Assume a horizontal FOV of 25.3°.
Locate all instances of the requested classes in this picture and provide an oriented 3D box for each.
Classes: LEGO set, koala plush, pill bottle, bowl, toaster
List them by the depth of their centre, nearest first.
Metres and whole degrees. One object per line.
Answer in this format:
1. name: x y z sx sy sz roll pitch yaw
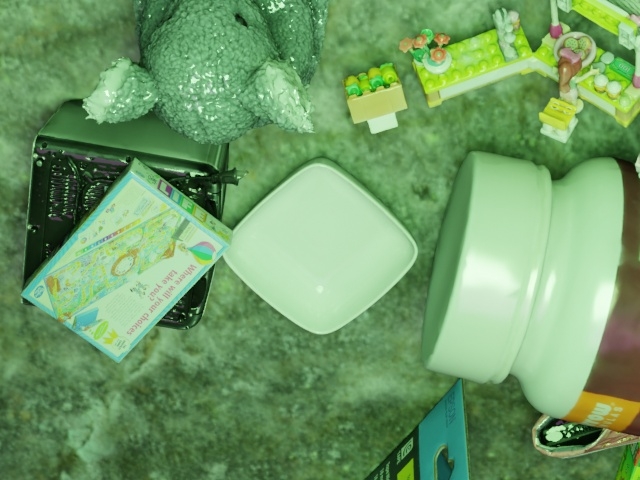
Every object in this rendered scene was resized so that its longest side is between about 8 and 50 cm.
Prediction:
1. koala plush: -0.078 -0.144 1.101 0.196 0.221 0.203 4 119 0
2. LEGO set: 0.155 -0.141 1.123 0.287 0.132 0.107 14 160 17
3. pill bottle: 0.295 0.057 1.189 0.392 0.224 0.224 12 119 -1
4. toaster: -0.160 -0.022 1.235 0.185 0.110 0.168 9 119 -2
5. bowl: 0.000 0.000 1.273 0.142 0.053 0.142 41 112 -18

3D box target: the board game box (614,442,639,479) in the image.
1. board game box: 0.333 0.271 1.412 0.092 0.043 0.181 10 118 -3

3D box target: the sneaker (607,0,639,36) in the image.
1. sneaker: 0.325 -0.187 1.115 0.150 0.135 0.366 -43 121 2

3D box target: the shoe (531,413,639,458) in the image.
1. shoe: 0.283 0.160 1.323 0.178 0.081 0.064 -22 77 17

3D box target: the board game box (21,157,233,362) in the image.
1. board game box: -0.160 0.019 1.178 0.103 0.026 0.154 38 113 -17

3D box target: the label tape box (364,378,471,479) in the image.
1. label tape box: 0.071 0.325 1.340 0.106 0.241 0.334 34 115 -15
